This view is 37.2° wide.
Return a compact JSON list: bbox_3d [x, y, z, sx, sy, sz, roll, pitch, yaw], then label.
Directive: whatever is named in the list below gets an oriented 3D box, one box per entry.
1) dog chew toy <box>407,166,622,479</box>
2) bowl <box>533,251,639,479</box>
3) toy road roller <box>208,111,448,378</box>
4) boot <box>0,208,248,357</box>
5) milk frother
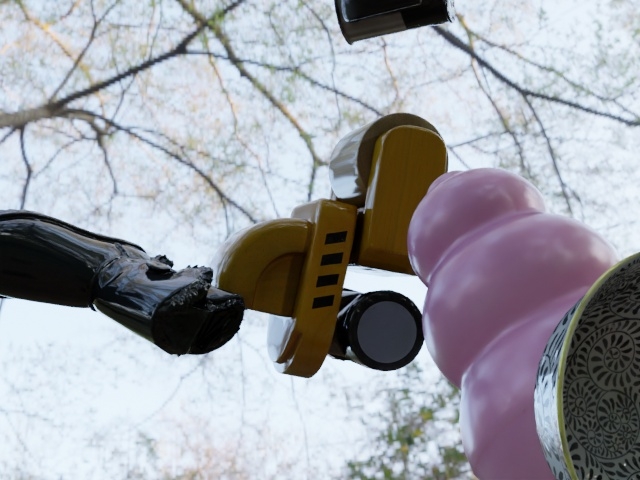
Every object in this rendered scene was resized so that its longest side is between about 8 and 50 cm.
[{"bbox_3d":[0.181,0.073,0.785,0.207,0.331,0.206,-18,-33,-13],"label":"dog chew toy"},{"bbox_3d":[0.178,0.092,0.528,0.170,0.170,0.080,12,-14,-21],"label":"bowl"},{"bbox_3d":[0.000,0.000,1.140,0.241,0.329,0.202,13,-5,-14],"label":"toy road roller"},{"bbox_3d":[-0.218,0.044,0.959,0.247,0.207,0.094,11,-84,-48],"label":"boot"},{"bbox_3d":[0.081,-0.325,1.150,0.135,0.143,0.129,-9,-6,17],"label":"milk frother"}]
